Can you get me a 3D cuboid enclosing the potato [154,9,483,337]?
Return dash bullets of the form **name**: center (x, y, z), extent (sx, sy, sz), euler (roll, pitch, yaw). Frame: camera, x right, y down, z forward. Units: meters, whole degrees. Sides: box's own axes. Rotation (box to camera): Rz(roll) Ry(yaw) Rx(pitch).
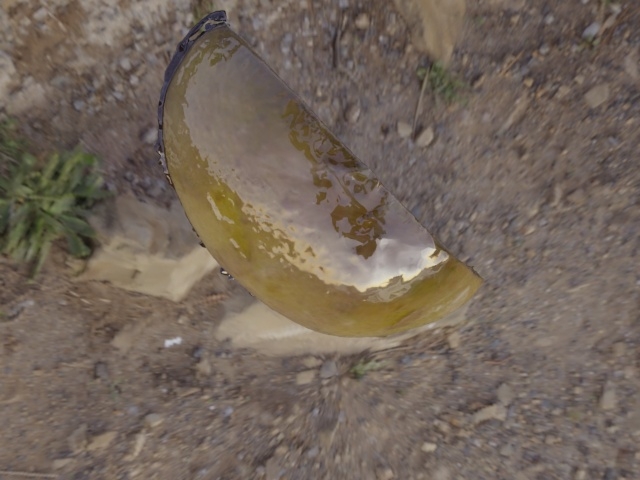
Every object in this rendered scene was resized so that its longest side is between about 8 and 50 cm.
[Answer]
- **potato**: center (-0.001, -0.001, 0.648), extent (0.120, 0.100, 0.261), euler (-47, 120, 2)
